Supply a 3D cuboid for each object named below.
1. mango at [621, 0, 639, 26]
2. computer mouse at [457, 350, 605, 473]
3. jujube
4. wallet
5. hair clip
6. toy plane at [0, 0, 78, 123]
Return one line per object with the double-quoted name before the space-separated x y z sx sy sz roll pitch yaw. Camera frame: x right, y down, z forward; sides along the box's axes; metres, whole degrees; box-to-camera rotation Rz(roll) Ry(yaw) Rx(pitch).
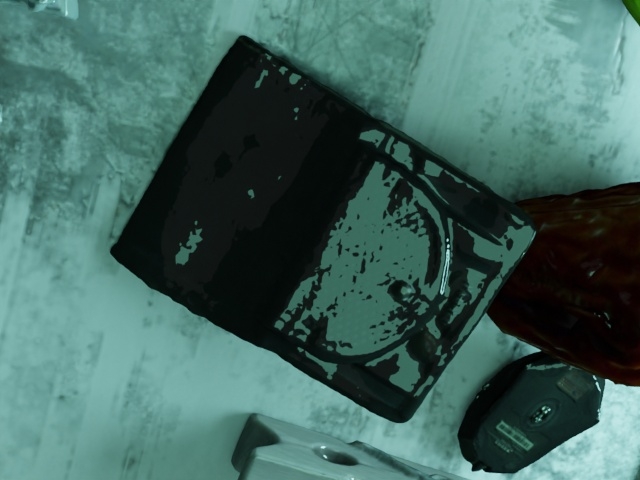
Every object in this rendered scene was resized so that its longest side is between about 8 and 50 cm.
"mango" 0.316 -0.247 1.497 0.125 0.111 0.233 -37 109 13
"computer mouse" 0.204 0.162 1.665 0.099 0.057 0.172 38 113 -20
"jujube" 0.297 0.035 1.558 0.290 0.197 0.197 6 110 9
"wallet" 0.000 0.000 1.542 0.323 0.041 0.247 33 102 4
"hair clip" 0.075 0.260 1.660 0.330 0.101 0.085 16 112 -12
"toy plane" -0.327 -0.203 1.421 0.252 0.118 0.252 4 111 10
